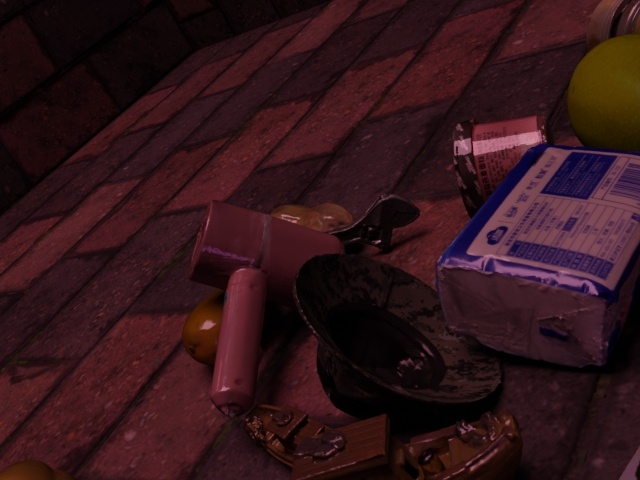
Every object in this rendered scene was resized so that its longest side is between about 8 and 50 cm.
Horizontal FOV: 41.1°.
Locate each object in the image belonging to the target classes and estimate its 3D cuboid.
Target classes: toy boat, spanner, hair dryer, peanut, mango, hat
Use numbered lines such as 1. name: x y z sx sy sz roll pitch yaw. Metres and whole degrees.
1. toy boat: 0.047 0.240 0.852 0.321 0.121 0.089 -23 20 16
2. spanner: 0.000 0.000 1.347 0.325 0.093 0.026 -15 20 9
3. hair dryer: -0.085 0.107 1.186 0.352 0.210 0.125 -86 18 -45
4. peanut: -0.020 -0.019 1.439 0.214 0.099 0.090 -2 39 43
5. mango: -0.137 0.118 1.317 0.130 0.092 0.195 -10 26 41
6. toy boat: -0.023 0.231 0.999 0.064 0.072 0.206 -45 28 -26
7. hat: 0.068 0.137 0.991 0.265 0.265 0.128 -78 13 -58
8. mango: 0.454 -0.167 1.122 0.192 0.156 0.343 -43 30 6

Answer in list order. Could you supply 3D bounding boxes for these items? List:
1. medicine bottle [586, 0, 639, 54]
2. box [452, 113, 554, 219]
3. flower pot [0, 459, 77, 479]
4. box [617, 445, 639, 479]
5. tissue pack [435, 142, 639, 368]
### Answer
1. medicine bottle: 0.557 -0.297 1.255 0.151 0.151 0.322 -36 25 -12
2. box: 0.274 -0.112 1.234 0.135 0.151 0.151 -12 30 20
3. flower pot: -0.356 0.358 1.018 0.195 0.195 0.179 -35 12 -9
4. box: 0.336 0.253 0.592 0.180 0.047 0.325 -44 28 -28
5. tissue pack: 0.285 0.009 0.992 0.209 0.137 0.270 9 40 36
